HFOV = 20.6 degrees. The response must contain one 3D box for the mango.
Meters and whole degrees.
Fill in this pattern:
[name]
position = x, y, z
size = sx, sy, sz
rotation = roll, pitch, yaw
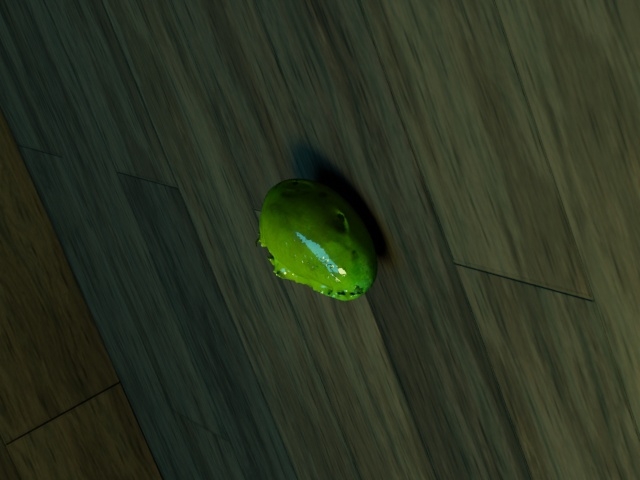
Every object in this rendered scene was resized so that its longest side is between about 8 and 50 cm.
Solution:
[mango]
position = 0.001, -0.001, 2.027
size = 0.178, 0.100, 0.119
rotation = 40, 143, 34
